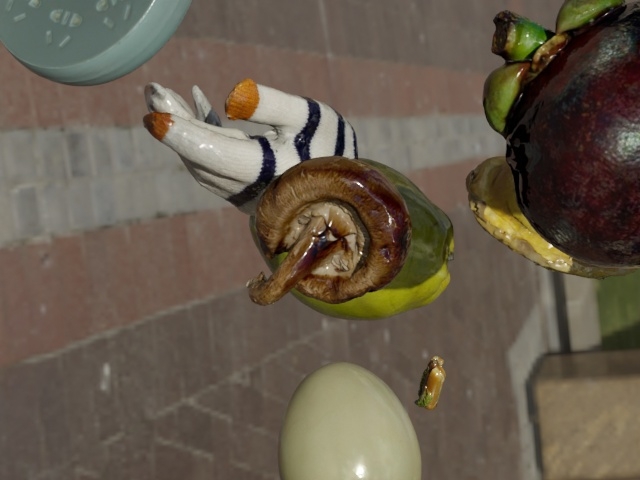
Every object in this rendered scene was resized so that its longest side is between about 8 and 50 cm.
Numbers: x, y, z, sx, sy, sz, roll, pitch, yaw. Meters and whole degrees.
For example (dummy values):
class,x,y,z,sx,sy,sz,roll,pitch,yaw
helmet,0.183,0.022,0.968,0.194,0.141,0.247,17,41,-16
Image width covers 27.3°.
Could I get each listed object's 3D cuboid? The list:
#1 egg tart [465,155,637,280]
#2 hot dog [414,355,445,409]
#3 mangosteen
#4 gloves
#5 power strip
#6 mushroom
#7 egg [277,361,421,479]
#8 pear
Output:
class,x,y,z,sx,sy,sz,roll,pitch,yaw
egg tart,0.354,-0.058,1.920,0.288,0.288,0.118,-71,178,-52
hot dog,0.187,0.250,2.271,0.133,0.041,0.056,98,-9,-46
mangosteen,0.228,-0.085,1.015,0.216,0.216,0.216,-6,90,-72
gloves,-0.075,-0.088,1.285,0.218,0.140,0.131,-3,94,-39
power strip,-0.239,-0.234,1.265,0.054,0.253,0.167,32,76,-59
mushroom,0.000,0.000,1.151,0.135,0.170,0.080,51,18,-8
egg,0.035,0.277,1.710,0.186,0.186,0.242,27,46,-68
pear,0.038,-0.003,1.664,0.212,0.269,0.212,15,90,-76
